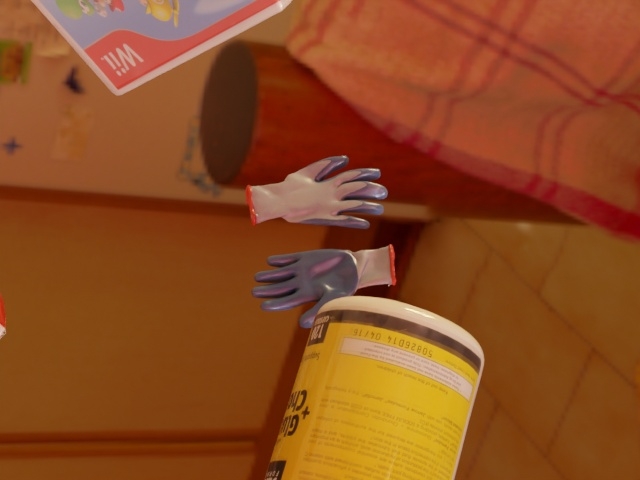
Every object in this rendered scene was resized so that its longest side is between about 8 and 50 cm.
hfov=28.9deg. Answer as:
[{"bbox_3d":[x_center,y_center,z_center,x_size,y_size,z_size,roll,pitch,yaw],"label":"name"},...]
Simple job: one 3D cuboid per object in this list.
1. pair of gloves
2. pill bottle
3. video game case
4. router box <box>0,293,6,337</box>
[{"bbox_3d":[0.000,0.000,1.339,0.023,0.159,0.198,73,-171,-62],"label":"pair of gloves"},{"bbox_3d":[0.022,0.132,0.693,0.103,0.103,0.184,-19,49,58],"label":"pill bottle"},{"bbox_3d":[-0.163,-0.224,0.743,0.204,0.285,0.025,-15,32,51],"label":"video game case"},{"bbox_3d":[-0.430,0.069,0.803,0.335,0.301,0.082,-44,22,-2],"label":"router box"}]
